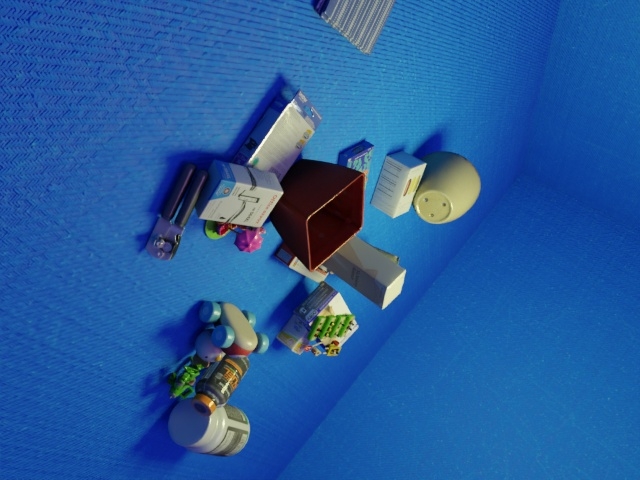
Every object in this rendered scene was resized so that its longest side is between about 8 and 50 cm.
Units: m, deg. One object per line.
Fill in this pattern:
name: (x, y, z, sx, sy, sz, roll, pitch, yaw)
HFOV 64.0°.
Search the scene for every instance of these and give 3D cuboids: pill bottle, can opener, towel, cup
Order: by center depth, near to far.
can opener: (-0.380, -0.073, 1.358, 0.281, 0.074, 0.093, -62, -173, 16)
towel: (0.118, -0.706, 1.486, 0.336, 0.040, 0.243, 3, 116, -62)
pill bottle: (-0.371, 0.517, 1.872, 0.246, 0.130, 0.131, -56, 162, -47)
pill bottle: (-0.432, 0.730, 2.006, 0.204, 0.204, 0.361, -49, 152, -11)
cup: (0.542, -0.209, 2.333, 0.237, 0.330, 0.331, -53, 160, -49)

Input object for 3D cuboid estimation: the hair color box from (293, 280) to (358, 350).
hair color box: (0.032, 0.343, 2.212, 0.185, 0.110, 0.339, -46, 142, -13)

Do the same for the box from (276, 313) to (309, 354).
box: (-0.086, 0.398, 2.306, 0.203, 0.103, 0.114, -51, 152, -8)

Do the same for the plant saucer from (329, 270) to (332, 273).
plant saucer: (0.062, 0.101, 2.128, 0.083, 0.015, 0.084, -42, 152, -28)

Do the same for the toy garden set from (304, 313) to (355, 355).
toy garden set: (0.038, 0.409, 2.138, 0.244, 0.049, 0.204, 6, 114, -50)

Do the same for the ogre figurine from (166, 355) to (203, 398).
ogre figurine: (-0.469, 0.482, 1.779, 0.118, 0.096, 0.197, -51, -163, 4)

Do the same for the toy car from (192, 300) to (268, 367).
toy car: (-0.346, 0.357, 1.757, 0.238, 0.210, 0.219, -47, 144, 12)

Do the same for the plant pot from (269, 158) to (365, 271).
plant pot: (-0.030, -0.112, 1.680, 0.267, 0.235, 0.267, -40, 149, -27)

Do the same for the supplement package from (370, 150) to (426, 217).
supplement package: (0.338, -0.247, 2.238, 0.139, 0.133, 0.244, -25, 140, -45)

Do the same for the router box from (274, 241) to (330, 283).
router box: (0.000, 0.000, 2.023, 0.301, 0.082, 0.335, -55, 153, -2)

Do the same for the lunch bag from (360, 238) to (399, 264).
lunch bag: (0.210, 0.134, 2.243, 0.287, 0.235, 0.169, -55, 169, -70)

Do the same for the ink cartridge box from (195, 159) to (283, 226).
ink cartridge box: (-0.227, -0.125, 1.413, 0.203, 0.086, 0.148, 8, 132, -40)

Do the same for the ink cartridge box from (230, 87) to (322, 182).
ink cartridge box: (-0.130, -0.287, 1.514, 0.311, 0.065, 0.185, -53, 152, 2)

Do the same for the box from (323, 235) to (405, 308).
box: (0.163, 0.105, 1.968, 0.121, 0.311, 0.148, -38, 149, -30)

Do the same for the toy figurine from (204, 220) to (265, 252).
toy figurine: (-0.228, -0.032, 1.531, 0.173, 0.159, 0.130, -34, 147, -36)

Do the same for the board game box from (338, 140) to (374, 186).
board game box: (0.126, -0.261, 1.973, 0.160, 0.047, 0.210, -33, 147, -37)
